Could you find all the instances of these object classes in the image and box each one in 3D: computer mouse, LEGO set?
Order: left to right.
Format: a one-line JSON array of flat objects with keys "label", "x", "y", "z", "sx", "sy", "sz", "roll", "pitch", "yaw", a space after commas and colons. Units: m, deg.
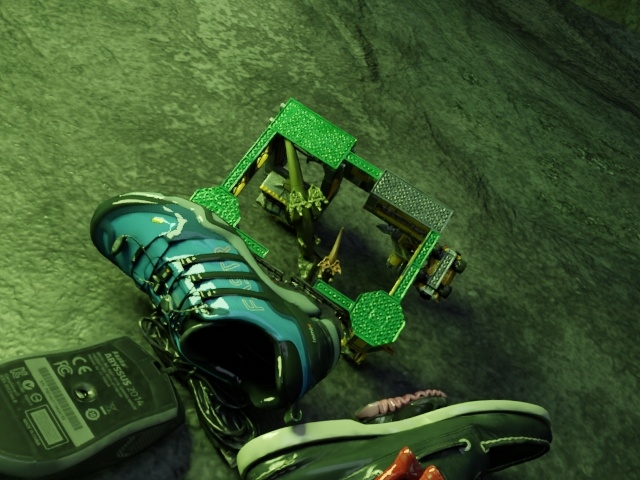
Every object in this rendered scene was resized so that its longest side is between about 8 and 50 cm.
[{"label": "computer mouse", "x": -0.204, "y": 0.162, "z": 0.654, "sx": 0.272, "sy": 0.072, "sz": 0.188, "roll": -5, "pitch": 48, "yaw": -47}, {"label": "LEGO set", "x": 0.000, "y": 0.000, "z": 0.880, "sx": 0.331, "sy": 0.192, "sz": 0.255, "roll": 25, "pitch": 71, "yaw": 2}]

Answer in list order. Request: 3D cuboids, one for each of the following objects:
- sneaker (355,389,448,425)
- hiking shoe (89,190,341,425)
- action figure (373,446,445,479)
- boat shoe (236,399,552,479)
[{"label": "sneaker", "x": 0.097, "y": 0.203, "z": 0.789, "sx": 0.119, "sy": 0.047, "sz": 0.057, "roll": -7, "pitch": 66, "yaw": -28}, {"label": "hiking shoe", "x": -0.118, "y": 0.051, "z": 0.704, "sx": 0.304, "sy": 0.113, "sz": 0.132, "roll": 33, "pitch": 22, "yaw": 8}, {"label": "action figure", "x": 0.005, "y": 0.312, "z": 0.562, "sx": 0.280, "sy": 0.091, "sz": 0.139, "roll": -33, "pitch": 97, "yaw": -13}, {"label": "boat shoe", "x": 0.094, "y": 0.236, "z": 0.686, "sx": 0.340, "sy": 0.127, "sz": 0.113, "roll": 2, "pitch": 48, "yaw": -24}]
